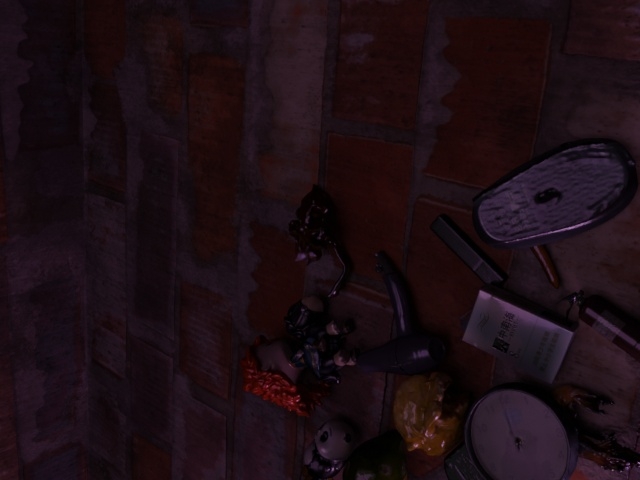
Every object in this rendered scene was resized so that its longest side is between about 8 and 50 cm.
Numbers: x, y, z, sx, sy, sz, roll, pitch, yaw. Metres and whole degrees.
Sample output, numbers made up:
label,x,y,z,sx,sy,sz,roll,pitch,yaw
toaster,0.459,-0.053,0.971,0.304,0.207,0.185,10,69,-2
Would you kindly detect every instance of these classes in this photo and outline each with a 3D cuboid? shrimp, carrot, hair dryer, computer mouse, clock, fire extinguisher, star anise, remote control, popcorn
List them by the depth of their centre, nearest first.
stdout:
label,x,y,z,sx,sy,sz,roll,pitch,yaw
fire extinguisher,0.645,0.191,1.541,0.231,0.071,0.099,38,130,29
computer mouse,0.528,-0.102,1.549,0.373,0.114,0.203,-22,82,26
shrimp,0.635,0.437,1.612,0.289,0.075,0.178,6,101,54
carrot,0.528,0.030,1.630,0.037,0.037,0.190,-37,75,40
clock,0.483,0.487,1.658,0.280,0.055,0.281,1,91,38
remote control,0.383,0.030,1.767,0.245,0.025,0.063,48,122,23
computer mouse,0.442,0.558,1.779,0.138,0.086,0.270,50,118,27
popcorn,0.291,0.462,1.827,0.190,0.191,0.254,29,116,33
hair dryer,0.200,0.209,1.936,0.301,0.121,0.362,-21,76,50
star anise,-0.008,0.006,2.033,0.237,0.148,0.347,-16,91,64

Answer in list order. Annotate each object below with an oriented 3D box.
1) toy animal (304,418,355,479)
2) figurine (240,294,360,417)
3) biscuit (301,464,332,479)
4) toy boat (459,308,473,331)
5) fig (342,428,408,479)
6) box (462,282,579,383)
label,x,y,z,sx,sy,sz,roll,pitch,yaw
toy animal,0.031,0.642,2.131,0.138,0.166,0.179,18,108,-9
figurine,-0.064,0.359,2.114,0.306,0.241,0.412,44,115,15
biscuit,0.010,0.862,2.267,0.179,0.039,0.237,-21,87,41
toy boat,0.421,0.237,1.770,0.096,0.034,0.122,-45,71,39
fig,0.173,0.652,1.992,0.195,0.195,0.245,15,78,38
box,0.486,0.225,1.670,0.242,0.067,0.155,26,114,26
